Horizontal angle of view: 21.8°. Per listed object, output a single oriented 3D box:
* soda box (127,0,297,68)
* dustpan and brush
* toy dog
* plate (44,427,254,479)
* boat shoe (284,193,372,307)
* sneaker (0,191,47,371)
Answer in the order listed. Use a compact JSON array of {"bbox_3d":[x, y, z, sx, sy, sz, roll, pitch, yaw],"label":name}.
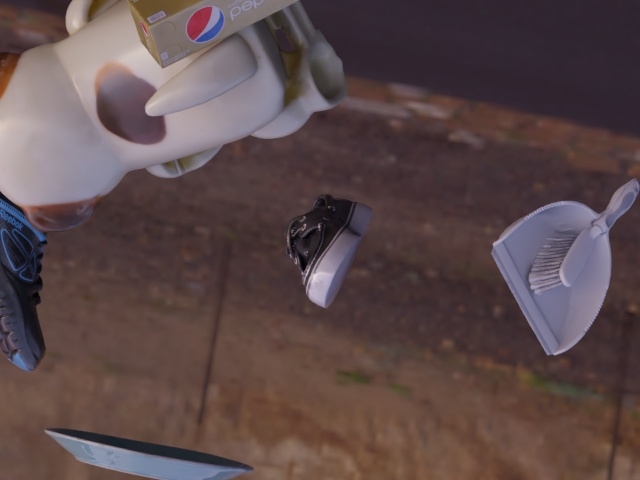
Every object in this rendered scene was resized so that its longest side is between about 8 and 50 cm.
[{"bbox_3d":[-0.106,-0.256,1.746,0.058,0.181,0.061,52,164,40],"label":"soda box"},{"bbox_3d":[0.272,0.000,1.723,0.060,0.211,0.147,-12,117,41],"label":"dustpan and brush"},{"bbox_3d":[-0.213,-0.165,1.966,0.408,0.395,0.284,-23,119,19],"label":"toy dog"},{"bbox_3d":[-0.152,0.193,1.464,0.188,0.024,0.188,10,174,1],"label":"plate"},{"bbox_3d":[0.000,0.000,1.681,0.076,0.080,0.228,23,-158,2],"label":"boat shoe"},{"bbox_3d":[-0.441,0.031,2.392,0.139,0.341,0.125,-30,-148,-31],"label":"sneaker"}]
